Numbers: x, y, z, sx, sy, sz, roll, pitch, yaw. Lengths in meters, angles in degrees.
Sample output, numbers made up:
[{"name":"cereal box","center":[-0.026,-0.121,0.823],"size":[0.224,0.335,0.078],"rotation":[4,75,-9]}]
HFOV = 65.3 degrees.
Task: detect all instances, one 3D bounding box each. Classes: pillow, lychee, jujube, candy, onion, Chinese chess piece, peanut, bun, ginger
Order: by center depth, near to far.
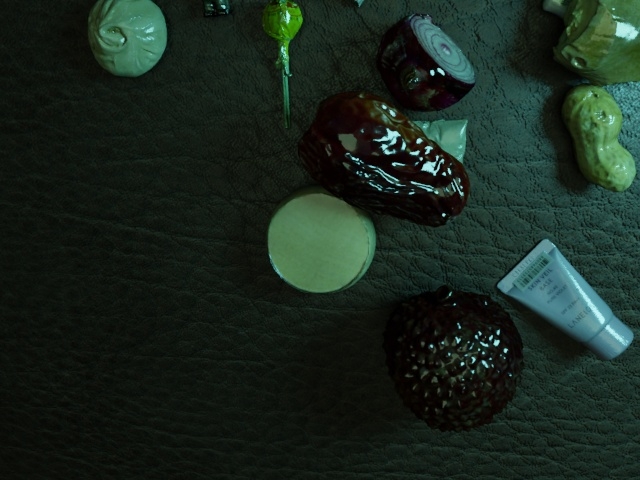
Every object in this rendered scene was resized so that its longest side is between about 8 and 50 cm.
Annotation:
[{"name":"ginger","center":[0.561,-0.392,0.909],"size":[0.276,0.130,0.221],"rotation":[-26,111,-5]},{"name":"onion","center":[0.185,-0.321,0.958],"size":[0.140,0.218,0.195],"rotation":[-29,108,41]},{"name":"jujube","center":[0.131,-0.152,0.982],"size":[0.342,0.216,0.216],"rotation":[31,107,-5]},{"name":"peanut","center":[0.554,-0.203,0.997],"size":[0.098,0.103,0.229],"rotation":[-19,100,25]},{"name":"lychee","center":[0.276,0.243,1.057],"size":[0.306,0.306,0.330],"rotation":[0,108,8]},{"name":"bun","center":[-0.424,-0.444,1.061],"size":[0.183,0.102,0.183],"rotation":[2,103,8]},{"name":"candy","center":[-0.077,-0.370,1.063],"size":[0.077,0.073,0.262],"rotation":[8,114,24]},{"name":"pillow","center":[0.194,-0.192,1.076],"size":[0.230,0.050,0.148],"rotation":[3,100,10]},{"name":"Chinese chess piece","center":[0.000,0.000,1.126],"size":[0.250,0.103,0.249],"rotation":[2,104,7]}]

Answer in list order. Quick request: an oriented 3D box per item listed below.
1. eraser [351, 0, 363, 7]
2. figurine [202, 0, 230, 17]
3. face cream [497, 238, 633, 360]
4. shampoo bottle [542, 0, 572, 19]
[{"name":"eraser","center":[0.014,-0.576,0.992],"size":[0.225,0.052,0.095],"rotation":[36,105,-3]},{"name":"figurine","center":[-0.236,-0.558,1.008],"size":[0.114,0.108,0.196],"rotation":[8,114,29]},{"name":"face cream","center":[0.550,0.139,1.108],"size":[0.274,0.096,0.154],"rotation":[42,110,9]},{"name":"shampoo bottle","center":[0.481,-0.465,0.965],"size":[0.099,0.043,0.072],"rotation":[29,109,-1]}]
